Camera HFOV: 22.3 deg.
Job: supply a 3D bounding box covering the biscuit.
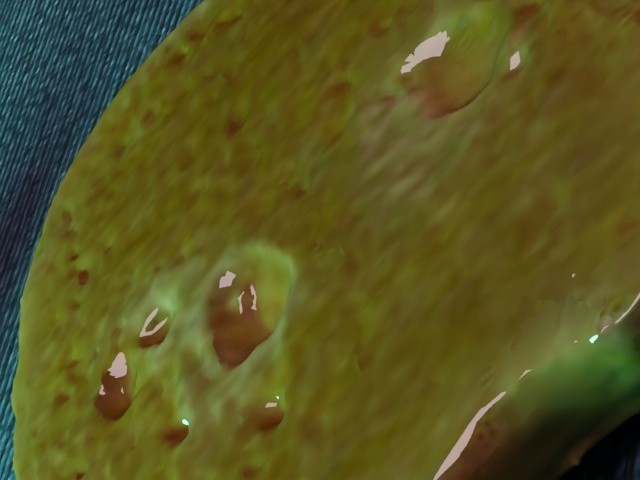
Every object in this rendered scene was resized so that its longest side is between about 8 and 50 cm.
[{"bbox_3d":[0.002,0.001,0.666,0.365,0.062,0.385,-48,34,17],"label":"biscuit"}]
